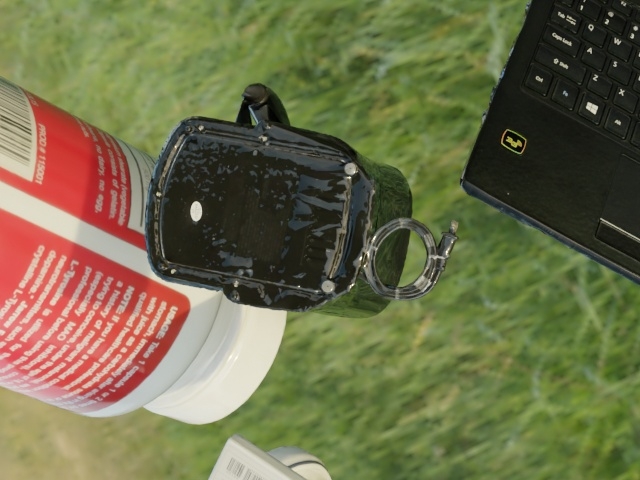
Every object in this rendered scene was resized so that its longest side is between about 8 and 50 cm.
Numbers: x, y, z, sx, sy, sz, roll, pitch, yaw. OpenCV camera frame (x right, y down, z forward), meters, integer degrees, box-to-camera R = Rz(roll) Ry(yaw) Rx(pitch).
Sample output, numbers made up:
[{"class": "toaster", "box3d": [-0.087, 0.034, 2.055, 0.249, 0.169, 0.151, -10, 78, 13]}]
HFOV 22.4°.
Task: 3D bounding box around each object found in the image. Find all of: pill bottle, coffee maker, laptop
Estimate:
[{"class": "pill bottle", "box3d": [-0.228, 0.012, 1.329, 0.407, 0.229, 0.229, 28, -169, -40]}, {"class": "coffee maker", "box3d": [0.000, 0.000, 0.958, 0.171, 0.120, 0.178, 35, -174, 13]}, {"class": "laptop", "box3d": [0.222, -0.095, 0.707, 0.234, 0.264, 0.136, 28, 145, -4]}]

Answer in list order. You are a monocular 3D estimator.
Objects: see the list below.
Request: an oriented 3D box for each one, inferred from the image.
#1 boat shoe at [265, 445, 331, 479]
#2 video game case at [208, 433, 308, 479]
[{"class": "boat shoe", "box3d": [-0.063, 0.244, 1.028, 0.084, 0.258, 0.095, 16, 149, 44]}, {"class": "video game case", "box3d": [-0.032, 0.167, 0.794, 0.087, 0.011, 0.122, 32, 112, 15]}]
